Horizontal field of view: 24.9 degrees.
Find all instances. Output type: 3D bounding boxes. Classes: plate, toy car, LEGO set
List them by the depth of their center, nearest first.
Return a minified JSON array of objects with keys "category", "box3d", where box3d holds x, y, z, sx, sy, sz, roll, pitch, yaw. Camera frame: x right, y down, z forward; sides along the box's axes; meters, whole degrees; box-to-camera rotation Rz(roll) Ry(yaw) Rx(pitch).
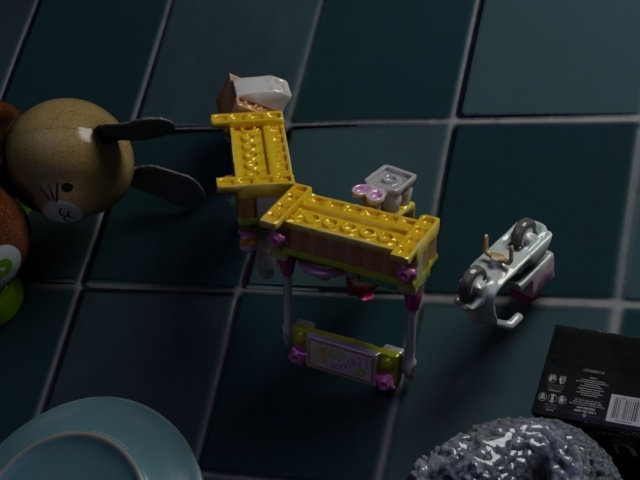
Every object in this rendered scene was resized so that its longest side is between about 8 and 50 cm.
[{"category":"plate","box3d":[-0.158,0.181,0.890,0.188,0.024,0.188,-11,59,19]},{"category":"LEGO set","box3d":[0.000,0.000,0.895,0.132,0.107,0.287,-26,40,-34]},{"category":"toy car","box3d":[-0.176,-0.036,0.955,0.188,0.155,0.149,-6,60,8]}]

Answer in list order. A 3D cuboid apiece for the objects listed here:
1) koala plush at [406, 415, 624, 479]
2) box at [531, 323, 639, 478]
[{"category":"koala plush","box3d":[0.132,0.199,0.647,0.221,0.196,0.203,24,65,37]},{"category":"box","box3d":[0.155,0.087,0.758,0.062,0.083,0.052,8,67,28]}]
